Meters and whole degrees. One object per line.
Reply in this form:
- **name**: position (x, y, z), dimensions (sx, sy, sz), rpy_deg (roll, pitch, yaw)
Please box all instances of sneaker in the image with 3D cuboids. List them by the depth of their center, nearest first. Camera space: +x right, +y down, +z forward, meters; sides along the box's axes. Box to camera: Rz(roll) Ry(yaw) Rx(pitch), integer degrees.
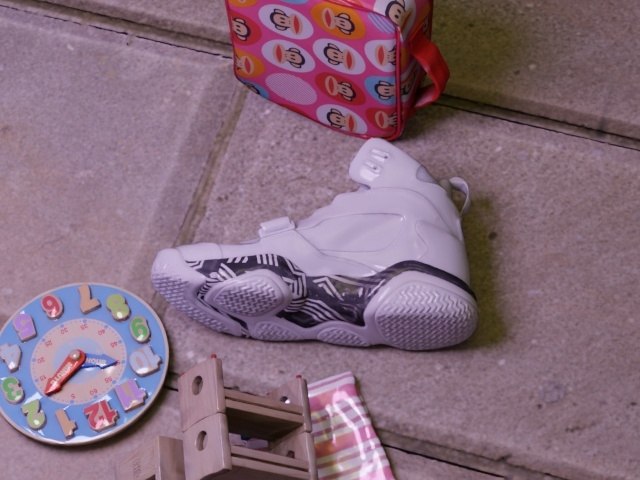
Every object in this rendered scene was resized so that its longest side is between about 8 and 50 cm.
- **sneaker**: position (0.000, 0.000, 1.965), dimensions (0.365, 0.137, 0.210), rpy_deg (6, 61, 1)

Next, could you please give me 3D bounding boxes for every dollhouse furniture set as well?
- **dollhouse furniture set**: position (-0.115, 0.223, 1.857), dimensions (0.129, 0.183, 0.129), rpy_deg (18, 54, -38)

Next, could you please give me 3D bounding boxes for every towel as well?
- **towel**: position (0.001, 0.243, 1.888), dimensions (0.144, 0.029, 0.197), rpy_deg (-18, 62, -7)

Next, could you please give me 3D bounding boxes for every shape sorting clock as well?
- **shape sorting clock**: position (-0.272, 0.135, 1.957), dimensions (0.206, 0.040, 0.206), rpy_deg (-1, 61, 2)

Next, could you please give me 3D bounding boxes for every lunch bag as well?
- **lunch bag**: position (0.027, -0.233, 1.997), dimensions (0.258, 0.293, 0.120), rpy_deg (22, 66, 10)
